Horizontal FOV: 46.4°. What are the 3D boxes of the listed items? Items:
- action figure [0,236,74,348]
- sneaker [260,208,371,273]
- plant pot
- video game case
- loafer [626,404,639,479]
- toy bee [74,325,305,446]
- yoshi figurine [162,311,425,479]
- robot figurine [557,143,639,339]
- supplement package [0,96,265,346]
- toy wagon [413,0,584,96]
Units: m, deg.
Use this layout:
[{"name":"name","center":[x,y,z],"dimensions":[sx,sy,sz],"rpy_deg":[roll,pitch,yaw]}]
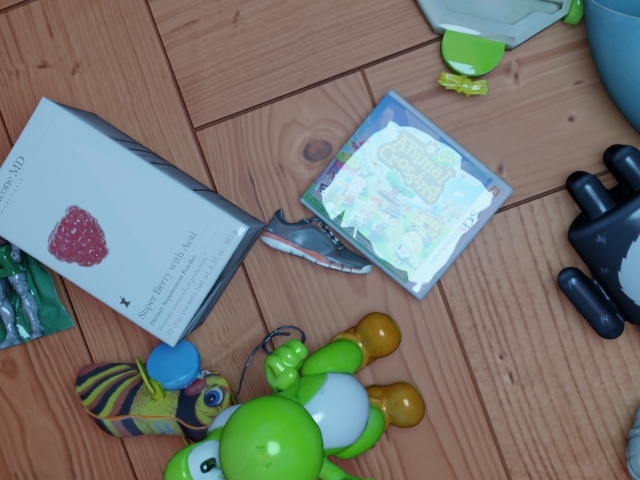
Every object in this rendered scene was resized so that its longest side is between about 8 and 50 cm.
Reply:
[{"name":"action figure","center":[-0.441,0.030,1.033],"dimensions":[0.137,0.063,0.232],"rpy_deg":[-18,88,6]},{"name":"sneaker","center":[0.000,0.000,1.014],"dimensions":[0.158,0.061,0.064],"rpy_deg":[20,86,1]},{"name":"plant pot","center":[0.465,-0.220,0.902],"dimensions":[0.290,0.290,0.195],"rpy_deg":[-8,125,3]},{"name":"video game case","center":[0.113,-0.060,0.995],"dimensions":[0.212,0.023,0.193],"rpy_deg":[40,92,2]},{"name":"loafer","center":[0.552,0.300,0.976],"dimensions":[0.319,0.112,0.111],"rpy_deg":[22,63,-10]},{"name":"toy bee","center":[-0.175,0.207,0.961],"dimensions":[0.298,0.162,0.195],"rpy_deg":[-26,135,18]},{"name":"yoshi figurine","center":[-0.004,0.211,0.864],"dimensions":[0.203,0.362,0.203],"rpy_deg":[32,124,30]},{"name":"robot figurine","center":[0.428,0.011,0.936],"dimensions":[0.173,0.209,0.278],"rpy_deg":[-37,90,-37]},{"name":"supplement package","center":[-0.247,-0.025,0.962],"dimensions":[0.293,0.175,0.177],"rpy_deg":[32,94,1]},{"name":"toy wagon","center":[0.221,-0.359,0.986],"dimensions":[0.267,0.068,0.344],"rpy_deg":[14,93,2]}]
